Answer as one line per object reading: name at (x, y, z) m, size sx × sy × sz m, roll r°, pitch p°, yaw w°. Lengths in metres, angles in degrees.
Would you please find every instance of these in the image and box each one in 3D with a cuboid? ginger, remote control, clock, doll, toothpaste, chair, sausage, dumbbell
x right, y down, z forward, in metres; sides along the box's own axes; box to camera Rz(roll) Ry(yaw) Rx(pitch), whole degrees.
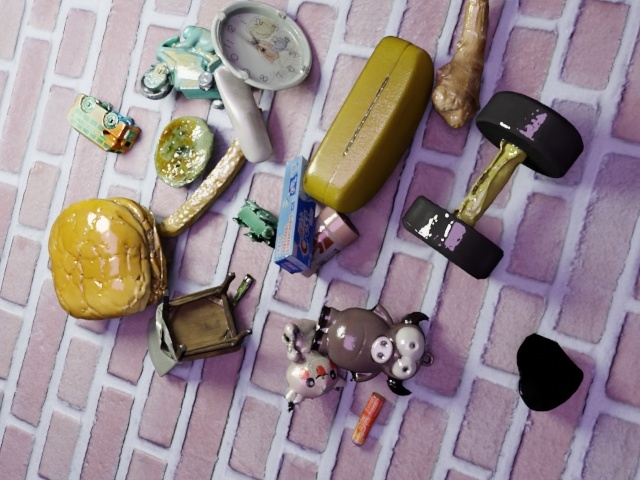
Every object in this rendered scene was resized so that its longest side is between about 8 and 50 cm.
ginger at (0.297, -0.378, 1.087) m, size 0.086 × 0.131 × 0.294 m, roll 12°, pitch 90°, yaw 57°
remote control at (-0.169, -0.286, 1.186) m, size 0.073 × 0.044 × 0.229 m, roll -23°, pitch 101°, yaw -19°
clock at (-0.134, -0.431, 1.185) m, size 0.236 × 0.053 × 0.236 m, roll 8°, pitch 68°, yaw -21°
doll at (-0.027, 0.266, 1.157) m, size 0.095 × 0.149 × 0.192 m, roll -31°, pitch 68°, yaw 54°
toothpaste at (-0.048, -0.059, 1.121) m, size 0.053 × 0.066 × 0.272 m, roll -20°, pitch 48°, yaw 31°
chair at (-0.287, 0.201, 1.201) m, size 0.186 × 0.319 × 0.160 m, roll -13°, pitch 74°, yaw -26°
sausage at (0.101, 0.400, 1.156) m, size 0.034 × 0.034 × 0.129 m, roll 27°, pitch 95°, yaw 14°
dumbbell at (0.330, -0.105, 1.024) m, size 0.204 × 0.204 × 0.322 m, roll 37°, pitch 98°, yaw 13°
doll at (0.115, 0.215, 1.104) m, size 0.257 × 0.117 × 0.182 m, roll 17°, pitch 84°, yaw 6°

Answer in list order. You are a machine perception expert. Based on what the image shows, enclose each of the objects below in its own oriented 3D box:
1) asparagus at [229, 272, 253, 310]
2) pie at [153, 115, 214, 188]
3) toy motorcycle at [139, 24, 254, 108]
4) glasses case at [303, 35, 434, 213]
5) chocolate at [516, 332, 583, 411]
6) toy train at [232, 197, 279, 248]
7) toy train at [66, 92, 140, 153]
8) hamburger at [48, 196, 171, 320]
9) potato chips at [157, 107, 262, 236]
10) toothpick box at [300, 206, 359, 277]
asparagus at (-0.227, 0.181, 1.258) m, size 0.233 × 0.023 × 0.022 m, roll -58°, pitch 32°, yaw 6°
pie at (-0.333, -0.216, 1.263) m, size 0.187 × 0.041 × 0.186 m, roll -8°, pitch 72°, yaw 27°
toy motorcycle at (-0.282, -0.422, 1.256) m, size 0.297 × 0.109 × 0.198 m, roll 2°, pitch 76°, yaw 8°
glasses case at (0.114, -0.227, 1.097) m, size 0.141 × 0.173 × 0.371 m, roll 30°, pitch 90°, yaw 13°
chocolate at (0.446, 0.258, 1.047) m, size 0.125 × 0.080 × 0.148 m, roll -5°, pitch 80°, yaw 3°
toy train at (-0.130, -0.035, 1.170) m, size 0.070 × 0.099 × 0.172 m, roll -59°, pitch 34°, yaw 6°
toy train at (-0.555, -0.298, 1.335) m, size 0.188 × 0.072 × 0.099 m, roll 34°, pitch 103°, yaw 13°
hamburger at (-0.508, 0.040, 1.249) m, size 0.319 × 0.158 × 0.318 m, roll 3°, pitch 97°, yaw 22°
potato chips at (-0.256, -0.145, 1.255) m, size 0.080 × 0.057 × 0.407 m, roll 44°, pitch 99°, yaw 14°
toothpick box at (0.000, 0.000, 1.162) m, size 0.149 × 0.098 × 0.098 m, roll -40°, pitch 79°, yaw 11°
